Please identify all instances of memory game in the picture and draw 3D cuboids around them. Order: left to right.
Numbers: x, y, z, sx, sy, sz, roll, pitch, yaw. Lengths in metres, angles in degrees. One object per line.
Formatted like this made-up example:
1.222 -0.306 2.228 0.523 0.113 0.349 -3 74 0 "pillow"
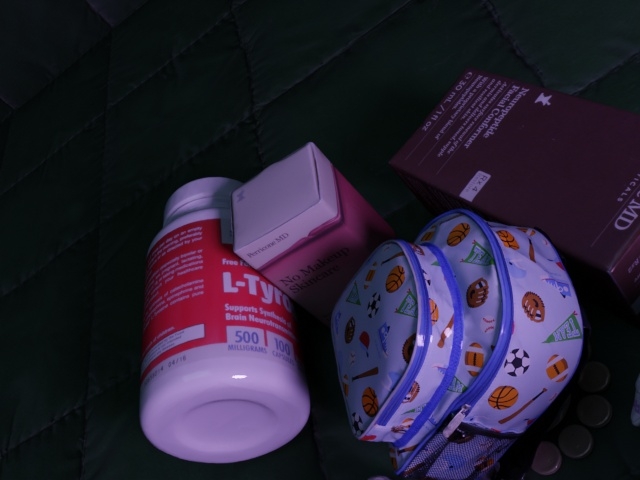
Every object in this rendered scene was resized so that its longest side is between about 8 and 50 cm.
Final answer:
0.245 0.182 0.806 0.186 0.012 0.186 -22 47 26 "memory game"

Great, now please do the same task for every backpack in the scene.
0.142 0.099 0.749 0.263 0.213 0.276 -53 35 31 "backpack"

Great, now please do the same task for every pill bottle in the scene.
-0.151 0.101 1.047 0.229 0.229 0.407 -30 44 19 "pill bottle"

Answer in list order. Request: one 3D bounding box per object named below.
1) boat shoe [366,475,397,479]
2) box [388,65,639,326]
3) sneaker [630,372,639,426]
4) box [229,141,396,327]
0.060 0.408 0.703 0.121 0.119 0.335 -22 46 27 "boat shoe"
0.284 -0.075 0.882 0.191 0.143 0.381 -51 42 -4 "box"
0.419 0.191 0.600 0.305 0.114 0.152 37 114 43 "sneaker"
0.000 0.000 0.993 0.149 0.232 0.126 -30 43 20 "box"
